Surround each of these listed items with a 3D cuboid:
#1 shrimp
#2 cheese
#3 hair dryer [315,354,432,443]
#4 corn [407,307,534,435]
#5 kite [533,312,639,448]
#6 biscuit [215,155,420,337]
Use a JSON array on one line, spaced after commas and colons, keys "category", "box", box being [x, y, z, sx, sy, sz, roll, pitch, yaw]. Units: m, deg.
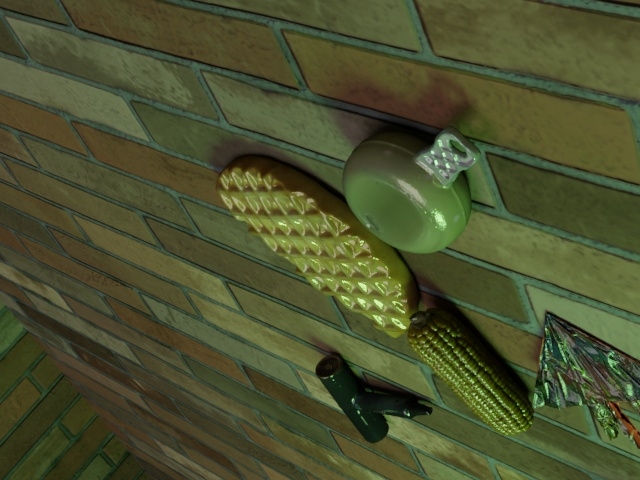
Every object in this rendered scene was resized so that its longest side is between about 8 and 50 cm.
[{"category": "shrimp", "box": [0.327, 0.188, 1.333, 0.083, 0.023, 0.114, 13, 140, 43]}, {"category": "cheese", "box": [0.098, -0.058, 1.182, 0.137, 0.064, 0.227, 40, 157, -3]}, {"category": "hair dryer", "box": [0.102, 0.253, 1.789, 0.195, 0.050, 0.173, 12, 148, 43]}, {"category": "corn", "box": [0.179, 0.155, 1.448, 0.207, 0.068, 0.068, 45, 158, -18]}, {"category": "kite", "box": [0.297, 0.151, 1.297, 0.189, 0.009, 0.232, 54, 147, -11]}, {"category": "biscuit", "box": [0.000, 0.000, 1.475, 0.309, 0.040, 0.204, 38, 158, 4]}]
